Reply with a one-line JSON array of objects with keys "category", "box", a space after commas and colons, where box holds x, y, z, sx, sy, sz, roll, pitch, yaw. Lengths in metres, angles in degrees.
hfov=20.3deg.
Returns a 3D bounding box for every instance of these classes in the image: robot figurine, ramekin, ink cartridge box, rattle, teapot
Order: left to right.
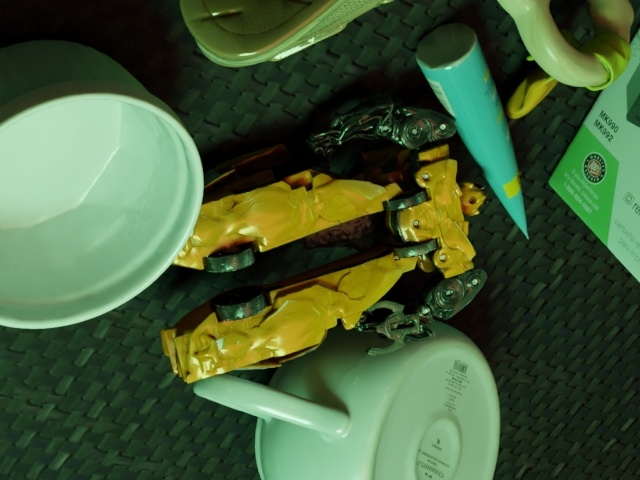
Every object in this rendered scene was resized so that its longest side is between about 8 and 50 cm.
[{"category": "ramekin", "box": [-0.199, -0.047, 1.303, 0.207, 0.109, 0.207, -17, 133, -19]}, {"category": "robot figurine", "box": [0.000, 0.000, 1.464, 0.291, 0.085, 0.211, -18, 107, -19]}, {"category": "teapot", "box": [0.026, 0.173, 1.594, 0.252, 0.187, 0.256, -39, 128, -42]}, {"category": "rattle", "box": [0.152, -0.198, 1.458, 0.199, 0.142, 0.130, 30, 75, -29]}, {"category": "ink cartridge box", "box": [0.354, -0.104, 1.538, 0.121, 0.211, 0.289, 9, 120, -36]}]

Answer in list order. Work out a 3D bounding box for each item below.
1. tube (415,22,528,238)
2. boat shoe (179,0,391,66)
[{"category": "tube", "box": [0.138, -0.093, 1.512, 0.052, 0.080, 0.207, -14, 137, 16]}, {"category": "boat shoe", "box": [0.048, -0.243, 1.306, 0.341, 0.122, 0.110, -31, 174, -2]}]
